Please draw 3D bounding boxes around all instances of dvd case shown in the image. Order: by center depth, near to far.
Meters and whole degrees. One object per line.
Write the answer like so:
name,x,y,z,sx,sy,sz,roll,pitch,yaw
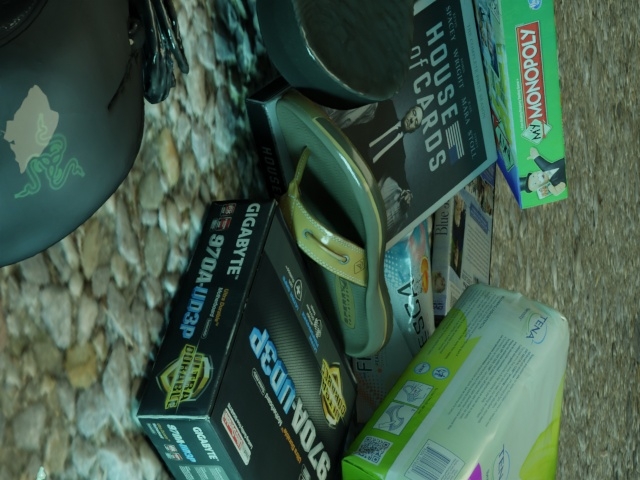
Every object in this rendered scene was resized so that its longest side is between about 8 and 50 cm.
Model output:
dvd case,0.048,-0.084,1.075,0.238,0.029,0.179,-38,129,-34
dvd case,0.157,-0.017,1.500,0.180,0.022,0.253,36,56,-66

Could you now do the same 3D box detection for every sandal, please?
sandal,0.000,0.000,0.974,0.060,0.090,0.219,-30,132,-27
sandal,0.043,-0.310,0.992,0.167,0.107,0.446,17,67,-46

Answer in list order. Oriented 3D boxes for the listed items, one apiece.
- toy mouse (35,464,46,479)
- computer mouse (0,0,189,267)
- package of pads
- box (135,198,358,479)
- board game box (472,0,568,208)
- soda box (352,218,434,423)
toy mouse,-0.133,0.168,0.603,0.161,0.031,0.143,-8,97,-69
computer mouse,-0.123,-0.092,0.691,0.272,0.072,0.189,-67,150,-46
package of pads,0.115,0.207,1.144,0.229,0.101,0.297,-50,150,-37
box,-0.040,0.107,0.935,0.220,0.051,0.175,68,29,-45
board game box,0.138,-0.205,1.208,0.317,0.046,0.214,-109,-175,-51
soda box,0.061,0.065,1.187,0.058,0.063,0.183,-35,122,-65
